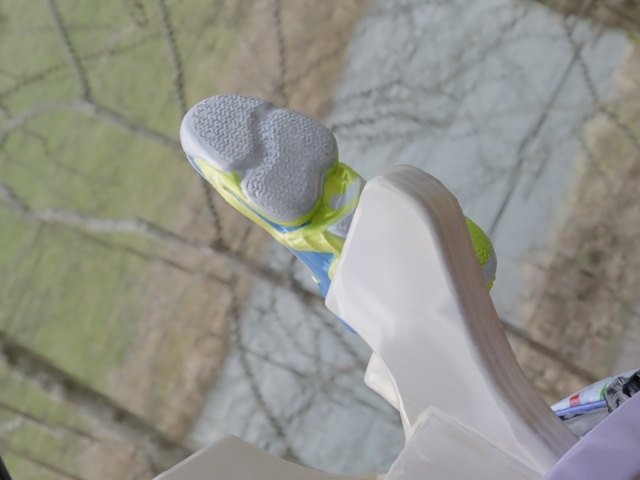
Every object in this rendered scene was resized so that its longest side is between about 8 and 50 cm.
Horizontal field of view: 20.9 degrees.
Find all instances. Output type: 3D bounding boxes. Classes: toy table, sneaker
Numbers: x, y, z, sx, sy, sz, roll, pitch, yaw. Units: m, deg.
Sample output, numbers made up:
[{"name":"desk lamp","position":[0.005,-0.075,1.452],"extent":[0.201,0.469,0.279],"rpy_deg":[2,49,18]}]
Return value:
[{"name":"toy table","position":[0.055,0.111,0.743],"extent":[0.274,0.161,0.252],"rpy_deg":[-11,-51,-60]},{"name":"sneaker","position":[0.000,0.000,1.195],"extent":[0.091,0.240,0.126],"rpy_deg":[-48,-15,-38]}]

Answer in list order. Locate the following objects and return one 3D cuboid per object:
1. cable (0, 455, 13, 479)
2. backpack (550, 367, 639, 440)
[{"name":"cable","position":[-0.196,0.141,1.045],"extent":[0.072,0.287,0.139],"rpy_deg":[-9,-52,-52]},{"name":"backpack","position":[0.235,0.177,1.017],"extent":[0.263,0.213,0.276],"rpy_deg":[-16,87,63]}]
